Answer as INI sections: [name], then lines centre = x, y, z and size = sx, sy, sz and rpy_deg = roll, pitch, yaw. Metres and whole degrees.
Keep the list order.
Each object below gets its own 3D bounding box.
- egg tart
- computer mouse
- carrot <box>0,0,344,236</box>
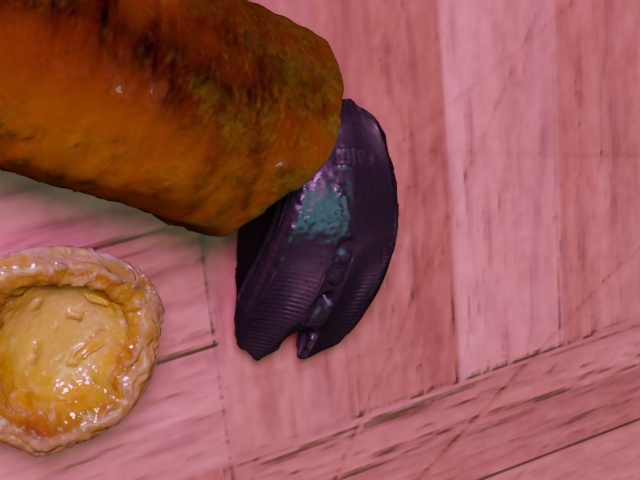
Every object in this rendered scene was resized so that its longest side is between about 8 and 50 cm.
[egg tart]
centre = -0.120, 0.043, 0.656
size = 0.105, 0.039, 0.105
rpy_deg = -11, 115, -24
[computer mouse]
centre = 0.000, 0.000, 0.700
size = 0.079, 0.047, 0.135
rpy_deg = 5, 109, -29
[carrot]
centre = -0.137, -0.086, 0.555
size = 0.302, 0.114, 0.114
rpy_deg = 21, 99, -36
